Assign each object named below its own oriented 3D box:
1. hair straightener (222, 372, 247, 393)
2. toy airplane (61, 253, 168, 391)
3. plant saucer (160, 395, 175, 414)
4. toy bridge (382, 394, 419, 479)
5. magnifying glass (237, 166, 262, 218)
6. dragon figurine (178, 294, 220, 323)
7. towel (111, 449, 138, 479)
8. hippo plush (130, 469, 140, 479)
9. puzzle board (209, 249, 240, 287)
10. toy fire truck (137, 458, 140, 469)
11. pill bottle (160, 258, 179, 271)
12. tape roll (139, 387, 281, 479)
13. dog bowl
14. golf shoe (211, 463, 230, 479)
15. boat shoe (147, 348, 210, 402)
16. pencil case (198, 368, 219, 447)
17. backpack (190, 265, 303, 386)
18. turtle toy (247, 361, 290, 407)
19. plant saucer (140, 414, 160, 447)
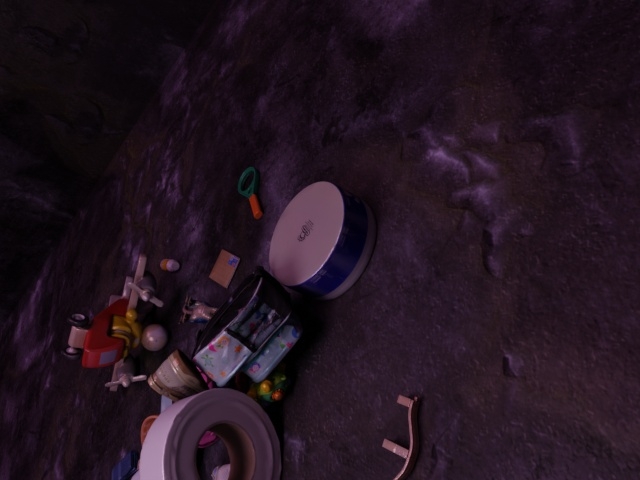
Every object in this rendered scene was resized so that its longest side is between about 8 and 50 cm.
[{"bbox_3d":[-0.221,0.392,1.429,0.089,0.047,0.231,-22,57,28],"label":"hair straightener"},{"bbox_3d":[-0.617,0.279,1.867,0.386,0.272,0.385,104,-176,-61],"label":"toy airplane"},{"bbox_3d":[-0.411,0.461,1.595,0.195,0.037,0.195,-175,90,-67],"label":"plant saucer"},{"bbox_3d":[0.139,0.364,1.002,0.063,0.026,0.188,8,75,51],"label":"toy bridge"},{"bbox_3d":[-0.211,-0.147,1.779,0.092,0.026,0.231,-47,36,22],"label":"magnifying glass"},{"bbox_3d":[-0.317,0.212,1.628,0.289,0.143,0.085,156,130,-67],"label":"dragon figurine"},{"bbox_3d":[-0.586,0.684,1.723,0.119,0.029,0.067,-46,39,24],"label":"towel"},{"bbox_3d":[-0.420,0.656,1.353,0.234,0.294,0.237,-42,21,48],"label":"hippo plush"},{"bbox_3d":[-0.289,0.085,1.740,0.128,0.011,0.097,20,83,54],"label":"puzzle board"},{"bbox_3d":[-0.483,0.630,1.610,0.135,0.047,0.192,25,90,55],"label":"toy fire truck"},{"bbox_3d":[-0.524,0.087,2.009,0.083,0.043,0.044,2,70,53],"label":"pill bottle"},{"bbox_3d":[-0.217,0.454,1.178,0.100,0.286,0.286,-29,48,40],"label":"tape roll"},{"bbox_3d":[0.000,0.000,1.343,0.264,0.104,0.265,-31,46,38],"label":"dog bowl"},{"bbox_3d":[-0.203,0.579,1.271,0.086,0.069,0.176,-33,46,27],"label":"golf shoe"},{"bbox_3d":[-0.311,0.333,1.309,0.089,0.285,0.104,-34,59,-14],"label":"boat shoe"},{"bbox_3d":[-0.296,0.416,1.476,0.098,0.095,0.209,-24,50,15],"label":"pencil case"},{"bbox_3d":[-0.167,0.209,1.297,0.253,0.191,0.225,-43,7,-1],"label":"backpack"},{"bbox_3d":[-0.118,0.338,1.307,0.130,0.066,0.095,-36,7,33],"label":"turtle toy"},{"bbox_3d":[-0.390,0.540,1.485,0.199,0.037,0.200,11,108,36],"label":"plant saucer"}]
